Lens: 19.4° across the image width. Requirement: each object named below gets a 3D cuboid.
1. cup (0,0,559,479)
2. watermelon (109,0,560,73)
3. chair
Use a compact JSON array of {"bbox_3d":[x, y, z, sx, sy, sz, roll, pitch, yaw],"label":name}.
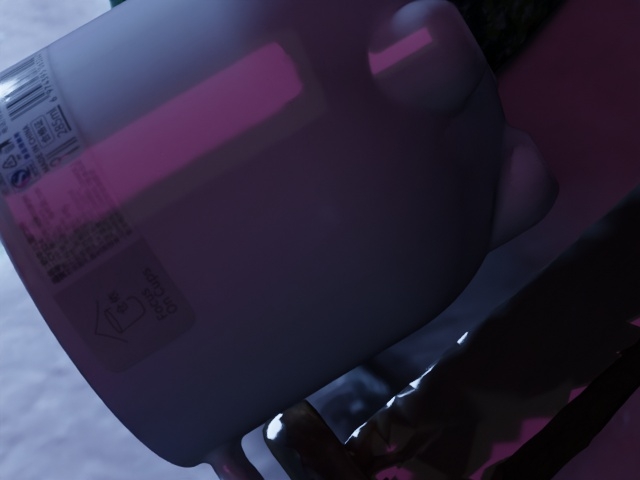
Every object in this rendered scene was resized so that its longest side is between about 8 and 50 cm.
[{"bbox_3d":[-0.005,-0.008,0.560,0.142,0.134,0.173,-29,57,7],"label":"cup"},{"bbox_3d":[-0.007,-0.179,0.674,0.256,0.260,0.176,-35,34,-25],"label":"watermelon"},{"bbox_3d":[0.072,0.147,0.360,0.416,0.240,0.203,-36,52,-5],"label":"chair"}]
